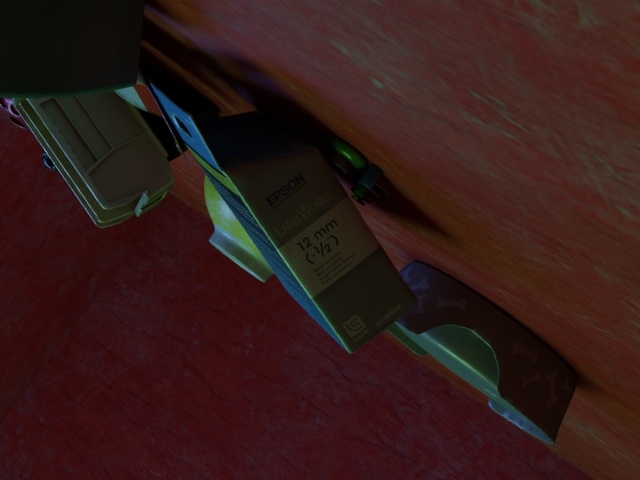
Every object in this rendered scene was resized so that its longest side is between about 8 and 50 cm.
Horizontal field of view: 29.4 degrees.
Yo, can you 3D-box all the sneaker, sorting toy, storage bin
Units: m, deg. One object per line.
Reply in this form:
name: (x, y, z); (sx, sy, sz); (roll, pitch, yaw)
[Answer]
sneaker: (-0.257, -0.205, 1.842); (0.130, 0.109, 0.286); (51, 164, -30)
sorting toy: (0.039, -0.070, 1.365); (0.102, 0.042, 0.061); (41, 173, -36)
storage bin: (-0.340, -0.153, 1.816); (0.260, 0.123, 0.262); (56, 167, -2)

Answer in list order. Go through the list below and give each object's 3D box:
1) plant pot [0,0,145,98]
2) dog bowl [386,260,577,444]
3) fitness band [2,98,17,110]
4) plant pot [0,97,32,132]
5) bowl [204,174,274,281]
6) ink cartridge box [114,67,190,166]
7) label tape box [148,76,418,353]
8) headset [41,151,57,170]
plant pot: (-0.322, -0.237, 1.341); (0.234, 0.166, 0.165); (4, -171, -25)
dog bowl: (0.229, 0.159, 1.813); (0.348, 0.102, 0.349); (36, 175, 3)
fitness band: (-0.610, -0.353, 2.224); (0.290, 0.209, 0.054); (35, 176, 21)
plant pot: (-0.451, -0.265, 2.084); (0.174, 0.191, 0.191); (27, 170, 39)
bowl: (-0.091, -0.027, 1.979); (0.289, 0.156, 0.289); (37, 175, 4)
ink cartridge box: (-0.249, -0.201, 1.559); (0.189, 0.066, 0.232); (96, 151, -84)
label tape box: (-0.051, -0.059, 1.456); (0.348, 0.115, 0.249); (58, 172, -24)
headset: (-0.527, -0.290, 2.374); (0.243, 0.185, 0.394); (41, -176, -45)
